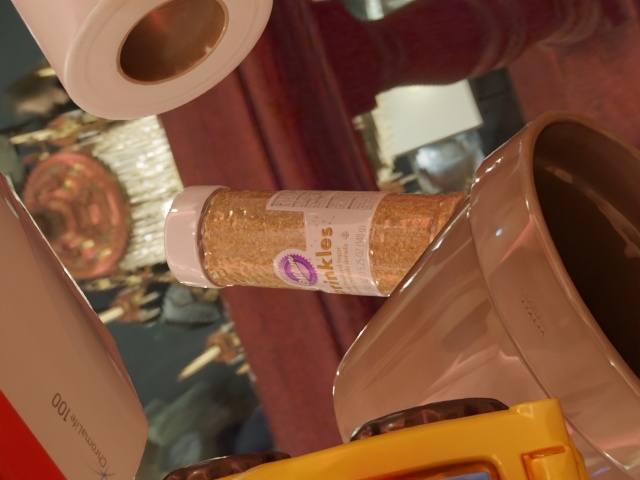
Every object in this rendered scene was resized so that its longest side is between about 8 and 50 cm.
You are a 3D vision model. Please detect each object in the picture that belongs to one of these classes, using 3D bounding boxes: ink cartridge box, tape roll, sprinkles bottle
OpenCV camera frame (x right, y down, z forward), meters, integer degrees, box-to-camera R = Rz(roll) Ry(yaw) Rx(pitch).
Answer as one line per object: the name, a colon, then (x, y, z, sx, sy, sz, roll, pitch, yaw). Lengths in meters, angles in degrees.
ink cartridge box: (-0.198, 0.050, 0.850, 0.091, 0.385, 0.308, -32, 119, -7)
tape roll: (-0.195, -0.269, 1.465, 0.246, 0.246, 0.169, -48, 62, 29)
sprinkles bottle: (0.000, 0.000, 1.557, 0.355, 0.121, 0.121, 2, 104, 27)

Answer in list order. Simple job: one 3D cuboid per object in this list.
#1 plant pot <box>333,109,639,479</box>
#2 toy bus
plant pot: (0.171, 0.103, 1.124, 0.280, 0.323, 0.323, -38, 84, 30)
toy bus: (0.011, 0.140, 0.535, 0.220, 0.211, 0.149, -13, 74, 4)
